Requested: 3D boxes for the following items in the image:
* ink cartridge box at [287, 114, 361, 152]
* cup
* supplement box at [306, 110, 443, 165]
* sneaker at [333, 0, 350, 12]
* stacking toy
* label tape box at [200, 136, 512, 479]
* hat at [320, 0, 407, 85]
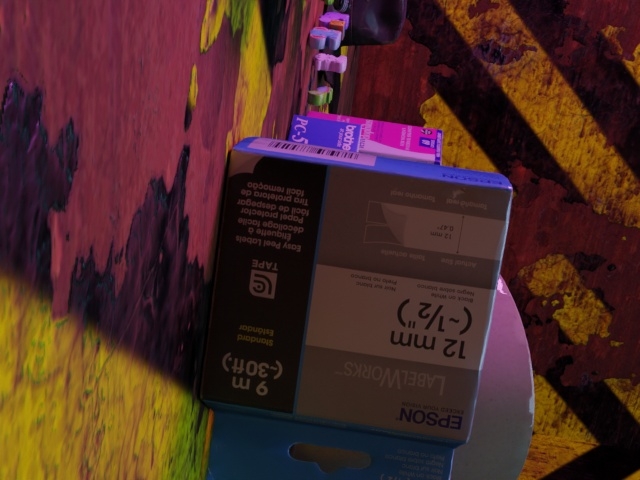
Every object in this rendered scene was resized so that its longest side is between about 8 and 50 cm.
[{"bbox_3d":[-0.006,-0.079,1.409,0.046,0.097,0.207,96,4,-46],"label":"ink cartridge box"},{"bbox_3d":[0.043,0.159,1.194,0.331,0.237,0.331,24,-63,60],"label":"cup"},{"bbox_3d":[0.074,-0.117,1.669,0.111,0.220,0.114,-78,175,-57],"label":"supplement box"},{"bbox_3d":[0.020,-0.367,1.138,0.153,0.101,0.269,125,-35,-45],"label":"sneaker"},{"bbox_3d":[0.009,-0.306,1.555,0.221,0.052,0.167,-72,169,-62],"label":"stacking toy"},{"bbox_3d":[0.025,0.095,0.992,0.115,0.249,0.348,-66,165,-81],"label":"label tape box"},{"bbox_3d":[0.086,-0.427,1.851,0.331,0.134,0.331,8,90,-88],"label":"hat"}]
